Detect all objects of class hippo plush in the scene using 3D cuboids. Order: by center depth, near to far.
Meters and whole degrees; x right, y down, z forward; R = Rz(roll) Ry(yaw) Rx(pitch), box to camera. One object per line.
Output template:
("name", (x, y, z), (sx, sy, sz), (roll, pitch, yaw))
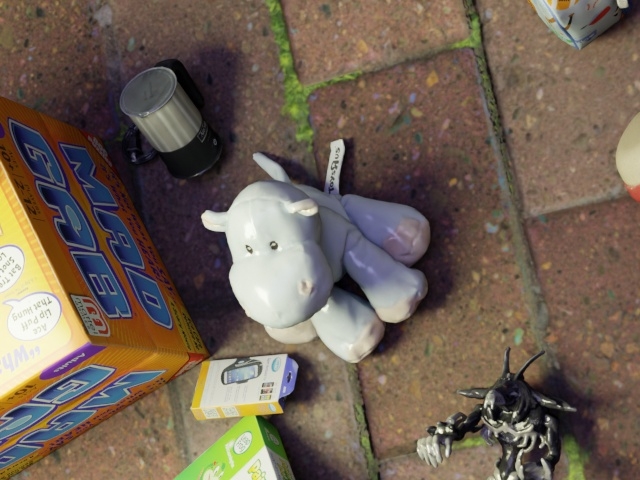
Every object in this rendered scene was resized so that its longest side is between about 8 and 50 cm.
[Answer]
("hippo plush", (0.000, 0.000, 1.702), (0.234, 0.236, 0.294), (-8, 81, 17))

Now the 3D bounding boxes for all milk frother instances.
("milk frother", (-0.224, -0.157, 1.847), (0.143, 0.135, 0.129), (-22, 46, 11))

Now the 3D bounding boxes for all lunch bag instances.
("lunch bag", (0.257, -0.373, 1.662), (0.115, 0.243, 0.303), (-36, 73, 11))

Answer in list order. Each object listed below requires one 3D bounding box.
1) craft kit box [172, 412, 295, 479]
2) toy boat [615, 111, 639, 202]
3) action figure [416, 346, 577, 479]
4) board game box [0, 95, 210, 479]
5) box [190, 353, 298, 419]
("craft kit box", (-0.131, 0.366, 1.717), (0.247, 0.061, 0.250), (-40, 30, 7))
("toy boat", (0.466, -0.108, 1.633), (0.231, 0.151, 0.151), (-30, 104, 12))
("action figure", (0.211, 0.263, 1.655), (0.164, 0.141, 0.275), (4, 86, 30))
("board game box", (-0.425, 0.075, 1.767), (0.356, 0.356, 0.356), (-31, 75, 11))
("box", (-0.093, 0.188, 1.798), (0.136, 0.028, 0.081), (-5, 43, 16))
